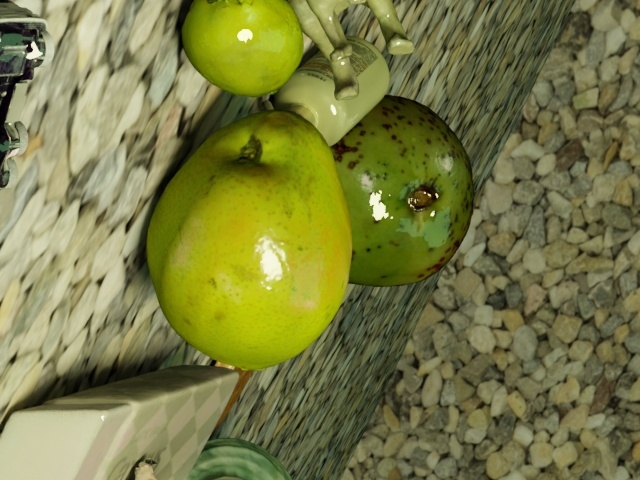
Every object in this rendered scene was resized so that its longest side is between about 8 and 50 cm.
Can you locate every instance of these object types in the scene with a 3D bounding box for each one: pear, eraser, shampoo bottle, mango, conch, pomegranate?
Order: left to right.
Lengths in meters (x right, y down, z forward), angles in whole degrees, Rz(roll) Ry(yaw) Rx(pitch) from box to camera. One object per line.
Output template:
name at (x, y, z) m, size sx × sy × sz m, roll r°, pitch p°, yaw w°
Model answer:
eraser at (-0.204, 0.211, 1.465) m, size 0.213 × 0.082 × 0.397 m, roll -62°, pitch 169°, yaw 6°
conch at (-0.128, 0.340, 1.915) m, size 0.277 × 0.220 × 0.195 m, roll 142°, pitch -62°, yaw -72°
mango at (-0.057, -0.144, 1.211) m, size 0.165 × 0.091 × 0.074 m, roll 67°, pitch 42°, yaw -74°
pear at (-0.056, -0.004, 1.344) m, size 0.187 × 0.187 × 0.219 m, roll -48°, pitch 162°, yaw -49°
shampoo bottle at (0.003, -0.135, 1.530) m, size 0.162 × 0.079 × 0.079 m, roll -47°, pitch 163°, yaw -52°
pomegranate at (0.047, -0.054, 1.698) m, size 0.214 × 0.214 × 0.248 m, roll -60°, pitch -157°, yaw -4°

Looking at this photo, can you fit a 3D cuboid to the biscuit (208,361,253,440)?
biscuit at (-0.105, 0.155, 1.911) m, size 0.220 × 0.029 × 0.142 m, roll -61°, pitch 170°, yaw 19°

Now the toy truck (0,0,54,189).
toy truck at (-0.191, -0.075, 0.852) m, size 0.052 × 0.063 × 0.123 m, roll -11°, pitch 132°, yaw -47°

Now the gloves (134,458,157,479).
gloves at (-0.153, 0.273, 1.389) m, size 0.094 × 0.110 × 0.144 m, roll 9°, pitch 118°, yaw -32°

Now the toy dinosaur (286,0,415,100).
toy dinosaur at (0.006, -0.206, 1.192) m, size 0.077 × 0.162 × 0.294 m, roll -22°, pitch 172°, yaw 0°
